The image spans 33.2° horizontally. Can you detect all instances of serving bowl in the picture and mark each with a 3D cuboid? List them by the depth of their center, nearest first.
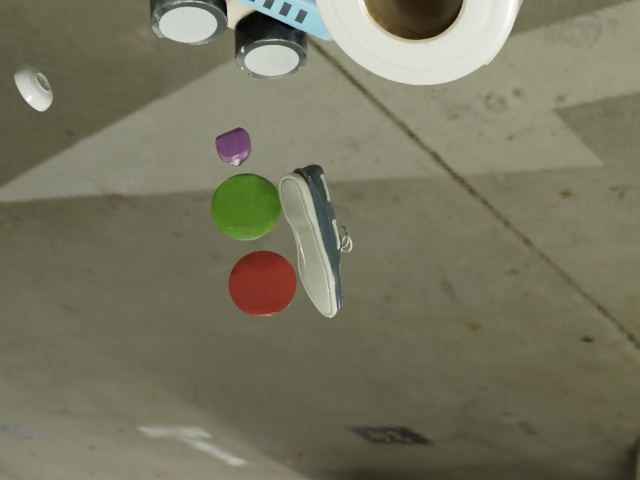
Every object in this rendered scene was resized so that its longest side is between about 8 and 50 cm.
[{"bbox_3d":[-0.475,-0.260,1.798,0.027,0.083,0.083,-27,142,16],"label":"serving bowl"}]

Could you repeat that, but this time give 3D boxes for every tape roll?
[{"bbox_3d":[0.130,-0.331,1.283,0.246,0.169,0.246,11,128,15],"label":"tape roll"}]

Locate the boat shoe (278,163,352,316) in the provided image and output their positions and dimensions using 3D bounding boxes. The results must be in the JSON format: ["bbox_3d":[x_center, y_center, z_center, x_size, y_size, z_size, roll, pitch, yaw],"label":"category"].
[{"bbox_3d":[0.000,0.000,1.782,0.079,0.255,0.095,-24,-169,-36],"label":"boat shoe"}]

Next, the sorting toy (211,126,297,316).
[{"bbox_3d":[-0.128,-0.023,1.986,0.127,0.366,0.126,-12,163,-3],"label":"sorting toy"}]

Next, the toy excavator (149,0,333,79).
[{"bbox_3d":[0.032,-0.416,1.469,0.432,0.222,0.445,16,149,-36],"label":"toy excavator"}]
